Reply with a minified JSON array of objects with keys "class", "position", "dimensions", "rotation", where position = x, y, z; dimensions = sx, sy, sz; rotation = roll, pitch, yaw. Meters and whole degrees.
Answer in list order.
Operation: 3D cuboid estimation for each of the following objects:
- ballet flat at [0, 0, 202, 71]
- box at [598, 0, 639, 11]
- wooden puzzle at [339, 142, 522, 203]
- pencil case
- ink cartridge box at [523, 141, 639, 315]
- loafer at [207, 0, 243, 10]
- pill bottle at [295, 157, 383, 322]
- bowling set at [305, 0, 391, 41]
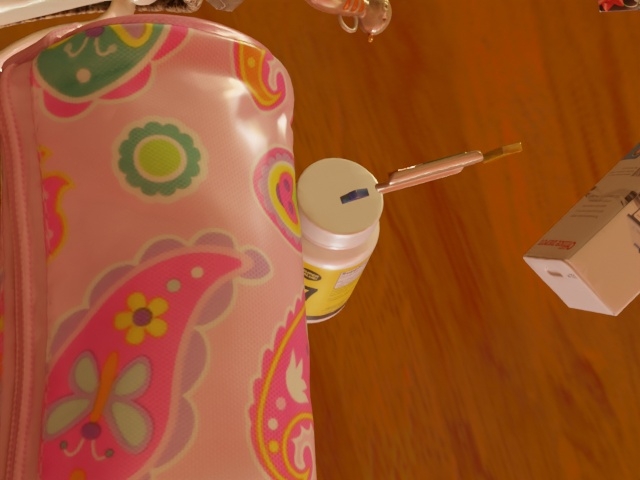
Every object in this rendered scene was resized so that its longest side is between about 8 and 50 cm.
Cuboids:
[{"class":"ballet flat","position":[-0.319,-0.194,1.294],"dimensions":[0.482,0.164,0.182],"rotation":[-10,74,10]},{"class":"box","position":[0.206,-0.168,0.812],"dimensions":[0.137,0.027,0.094],"rotation":[1,114,29]},{"class":"wooden puzzle","position":[0.074,-0.049,1.093],"dimensions":[0.116,0.078,0.014],"rotation":[-16,88,-13]},{"class":"pencil case","position":[-0.064,0.067,0.548],"dimensions":[0.124,0.124,0.284],"rotation":[0,73,-4]},{"class":"ink cartridge box","position":[0.313,-0.019,1.592],"dimensions":[0.190,0.139,0.082],"rotation":[-45,99,-7]},{"class":"loafer","position":[-0.172,-0.321,1.667],"dimensions":[0.251,0.094,0.087],"rotation":[36,140,8]},{"class":"pill bottle","position":[0.000,0.000,1.814],"dimensions":[0.119,0.208,0.119],"rotation":[6,60,-10]},{"class":"bowling set","position":[0.089,-0.371,1.705],"dimensions":[0.154,0.200,0.287],"rotation":[17,67,-46]}]
